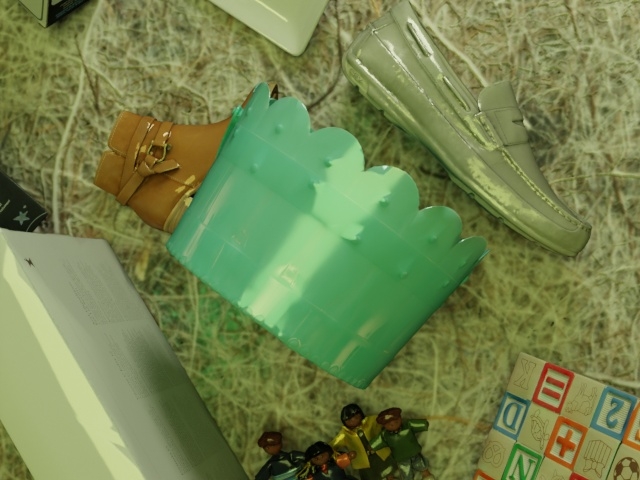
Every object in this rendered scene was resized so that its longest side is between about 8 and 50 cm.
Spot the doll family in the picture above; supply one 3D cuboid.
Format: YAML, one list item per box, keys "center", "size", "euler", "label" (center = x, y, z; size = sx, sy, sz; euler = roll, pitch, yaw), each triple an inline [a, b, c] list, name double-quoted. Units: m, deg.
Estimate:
- center: [0.019, 0.225, 1.165]
  size: [0.193, 0.076, 0.111]
  euler: [-27, 105, -7]
  label: "doll family"

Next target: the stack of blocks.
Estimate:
- center: [0.274, 0.227, 1.036]
  size: [0.087, 0.297, 0.171]
  euler: [21, 88, -29]
  label: "stack of blocks"

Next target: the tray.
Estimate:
- center: [-0.098, -0.327, 1.213]
  size: [0.270, 0.030, 0.145]
  euler: [34, 119, 7]
  label: "tray"

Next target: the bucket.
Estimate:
- center: [0.000, 0.000, 1.092]
  size: [0.281, 0.281, 0.183]
  euler: [37, 91, 7]
  label: "bucket"

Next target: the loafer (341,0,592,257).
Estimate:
- center: [0.161, -0.114, 1.155]
  size: [0.319, 0.112, 0.111]
  euler: [44, 101, 7]
  label: "loafer"

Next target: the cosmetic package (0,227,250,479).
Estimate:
- center: [-0.194, 0.172, 1.092]
  size: [0.097, 0.284, 0.377]
  euler: [-32, 84, 4]
  label: "cosmetic package"

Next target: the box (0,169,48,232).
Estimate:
- center: [-0.436, -0.004, 1.150]
  size: [0.163, 0.142, 0.247]
  euler: [32, 77, 38]
  label: "box"

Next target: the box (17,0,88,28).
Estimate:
- center: [-0.290, -0.365, 1.127]
  size: [0.169, 0.290, 0.087]
  euler: [44, 62, 7]
  label: "box"

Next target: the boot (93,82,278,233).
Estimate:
- center: [-0.143, -0.106, 1.209]
  size: [0.152, 0.073, 0.197]
  euler: [28, 88, 11]
  label: "boot"
